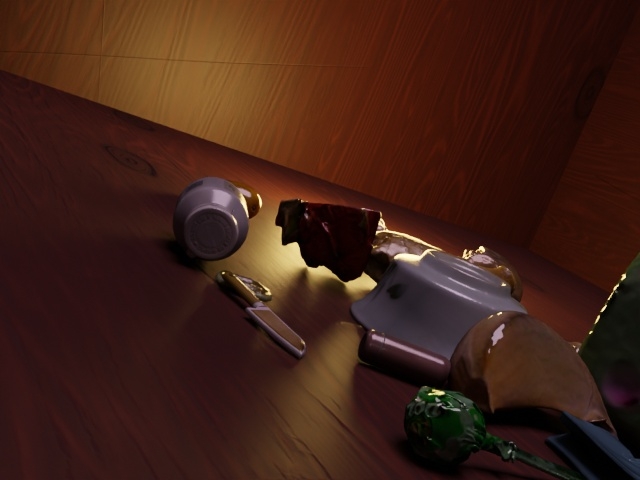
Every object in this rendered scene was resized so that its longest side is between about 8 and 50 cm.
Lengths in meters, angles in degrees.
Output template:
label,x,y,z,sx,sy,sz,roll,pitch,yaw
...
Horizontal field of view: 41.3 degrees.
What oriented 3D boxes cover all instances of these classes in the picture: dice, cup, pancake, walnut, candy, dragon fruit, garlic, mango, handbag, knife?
label,x,y,z,sx,sy,sz,roll,pitch,yaw
dice,0.650,0.206,1.503,0.322,0.330,0.318,30,11,22
cup,0.243,0.123,1.580,0.347,0.163,0.347,21,9,-4
pancake,-0.129,0.076,1.427,0.108,0.017,0.108,23,6,-2
walnut,0.441,0.100,2.232,0.204,0.141,0.238,33,16,28
candy,0.241,0.268,1.076,0.323,0.097,0.097,26,7,-26
dragon fruit,0.000,0.000,1.788,0.205,0.152,0.317,12,-2,-2
garlic,0.341,0.234,1.373,0.338,0.151,0.196,22,41,-31
mango,-0.225,-0.105,2.001,0.184,0.085,0.102,20,8,20
handbag,0.436,0.331,1.208,0.144,0.057,0.221,23,9,-23
knife,-0.092,0.113,1.291,0.046,0.022,0.256,10,19,-40

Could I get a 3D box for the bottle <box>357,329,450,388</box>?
label,x,y,z,sx,sy,sz,roll,pitch,yaw
bottle,0.129,0.183,1.310,0.140,0.053,0.053,22,10,-6

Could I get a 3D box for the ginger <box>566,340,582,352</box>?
label,x,y,z,sx,sy,sz,roll,pitch,yaw
ginger,0.514,0.254,1.723,0.204,0.080,0.104,14,45,-37

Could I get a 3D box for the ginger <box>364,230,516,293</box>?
label,x,y,z,sx,sy,sz,roll,pitch,yaw
ginger,0.273,0.076,1.879,0.375,0.166,0.236,5,6,-4

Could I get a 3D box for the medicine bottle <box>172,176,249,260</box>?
label,x,y,z,sx,sy,sz,roll,pitch,yaw
medicine bottle,-0.196,-0.034,1.522,0.135,0.135,0.215,21,10,-11

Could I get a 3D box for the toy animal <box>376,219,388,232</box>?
label,x,y,z,sx,sy,sz,roll,pitch,yaw
toy animal,0.144,-0.008,2.207,0.212,0.124,0.124,18,10,-6
